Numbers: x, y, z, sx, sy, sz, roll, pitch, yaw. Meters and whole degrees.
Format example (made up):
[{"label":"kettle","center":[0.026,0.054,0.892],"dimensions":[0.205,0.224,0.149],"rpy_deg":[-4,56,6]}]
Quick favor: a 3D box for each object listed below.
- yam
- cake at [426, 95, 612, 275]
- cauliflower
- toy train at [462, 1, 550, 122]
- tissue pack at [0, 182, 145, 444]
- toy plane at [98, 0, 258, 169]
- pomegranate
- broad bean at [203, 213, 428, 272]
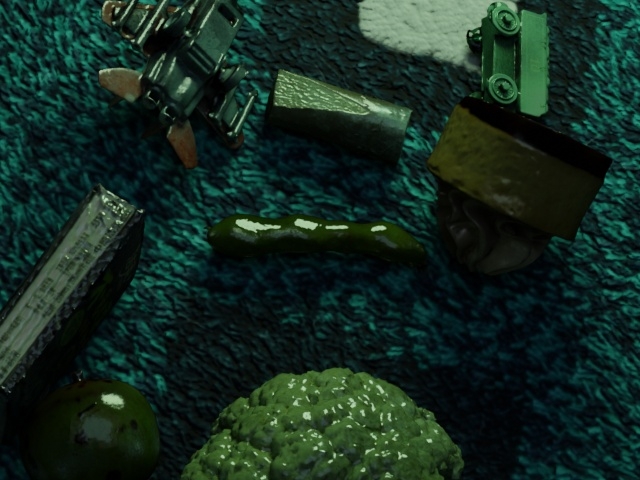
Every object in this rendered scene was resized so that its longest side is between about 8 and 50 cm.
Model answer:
[{"label":"yam","center":[0.022,-0.142,1.686],"dimensions":[0.169,0.068,0.068],"rpy_deg":[17,64,-7]},{"label":"cake","center":[0.200,-0.047,1.630],"dimensions":[0.185,0.207,0.178],"rpy_deg":[25,91,-4]},{"label":"cauliflower","center":[0.004,0.256,1.453],"dimensions":[0.275,0.272,0.250],"rpy_deg":[-1,108,6]},{"label":"toy train","center":[0.227,-0.204,1.766],"dimensions":[0.099,0.070,0.172],"rpy_deg":[13,65,-19]},{"label":"tissue pack","center":[-0.265,0.076,1.462],"dimensions":[0.073,0.173,0.235],"rpy_deg":[32,65,3]},{"label":"toy plane","center":[-0.127,-0.239,1.672],"dimensions":[0.223,0.104,0.326],"rpy_deg":[44,57,-23]},{"label":"pomegranate","center":[-0.211,0.212,1.441],"dimensions":[0.148,0.148,0.169],"rpy_deg":[-37,105,-25]},{"label":"broad bean","center":[0.000,-0.001,1.633],"dimensions":[0.256,0.052,0.053],"rpy_deg":[5,108,-14]}]
